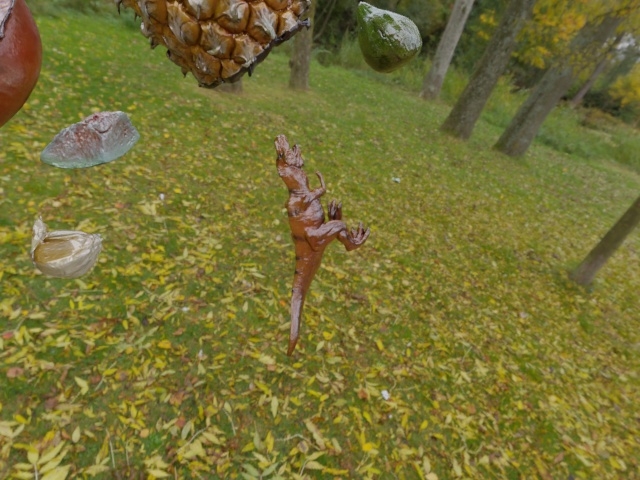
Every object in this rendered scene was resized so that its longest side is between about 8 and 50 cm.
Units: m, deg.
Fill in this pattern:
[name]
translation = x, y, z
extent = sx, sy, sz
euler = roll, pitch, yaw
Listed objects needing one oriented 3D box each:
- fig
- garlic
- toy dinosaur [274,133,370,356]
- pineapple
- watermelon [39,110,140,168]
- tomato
[fig]
translation = 0.134, -0.434, 0.840
extent = 0.123, 0.123, 0.156
euler = -31, 95, -53
[garlic]
translation = -0.372, 0.015, 0.596
extent = 0.094, 0.074, 0.113
euler = -1, 34, -17
[toy dinosaur]
translation = 0.000, 0.000, 0.820
extent = 0.208, 0.433, 0.097
euler = -12, 5, -42
[pineapple]
translation = -0.191, -0.464, 0.675
extent = 0.300, 0.352, 0.352
euler = 49, 10, -38
[watermelon]
translation = -0.442, -0.183, 0.772
extent = 0.180, 0.094, 0.081
euler = -37, 36, -14
[tomato]
translation = -0.412, -0.197, 0.464
extent = 0.225, 0.225, 0.085
euler = 38, -6, 28
